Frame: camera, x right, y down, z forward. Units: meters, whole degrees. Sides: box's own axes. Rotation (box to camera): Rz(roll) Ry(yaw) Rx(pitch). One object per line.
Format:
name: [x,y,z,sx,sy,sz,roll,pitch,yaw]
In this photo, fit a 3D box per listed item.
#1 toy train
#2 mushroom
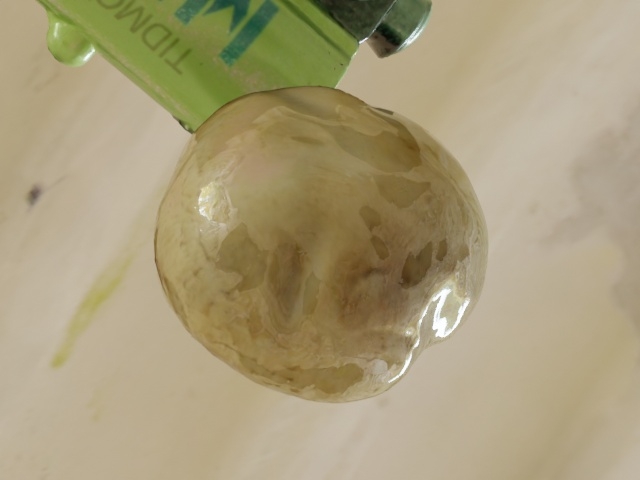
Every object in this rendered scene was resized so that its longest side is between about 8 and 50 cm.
toy train: [-0.070,-0.142,0.880,0.253,0.105,0.157,40,-96,-20]
mushroom: [0.000,0.000,0.815,0.148,0.112,0.148,19,-146,-13]
